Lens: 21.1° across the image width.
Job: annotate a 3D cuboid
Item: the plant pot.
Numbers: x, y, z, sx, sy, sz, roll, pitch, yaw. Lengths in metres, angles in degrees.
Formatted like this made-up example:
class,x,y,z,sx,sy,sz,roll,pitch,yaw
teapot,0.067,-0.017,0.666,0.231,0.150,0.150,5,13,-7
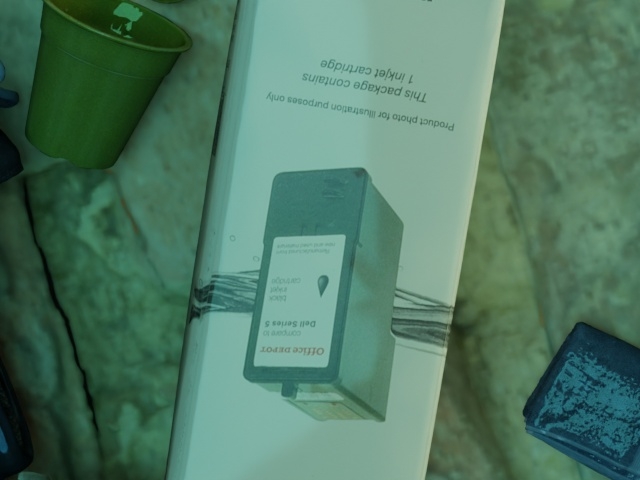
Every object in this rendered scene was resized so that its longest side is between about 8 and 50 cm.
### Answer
class,x,y,z,sx,sy,sz,roll,pitch,yaw
plant pot,-0.119,-0.082,0.905,0.083,0.083,0.079,25,108,7

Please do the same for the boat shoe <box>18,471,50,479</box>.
class,x,y,z,sx,sy,sz,roll,pitch,yaw
boat shoe,-0.137,0.170,0.877,0.306,0.105,0.113,-7,96,1

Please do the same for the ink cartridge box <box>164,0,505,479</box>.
class,x,y,z,sx,sy,sz,roll,pitch,yaw
ink cartridge box,0.000,0.000,0.818,0.115,0.198,0.272,9,96,-3

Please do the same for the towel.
class,x,y,z,sx,sy,sz,roll,pitch,yaw
towel,0.169,0.096,0.887,0.119,0.029,0.067,29,97,7

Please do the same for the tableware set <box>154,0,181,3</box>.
class,x,y,z,sx,sy,sz,roll,pitch,yaw
tableware set,-0.095,-0.177,0.920,0.154,0.024,0.104,-6,95,8

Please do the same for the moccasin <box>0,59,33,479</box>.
class,x,y,z,sx,sy,sz,roll,pitch,yaw
moccasin,-0.209,-0.036,0.901,0.117,0.138,0.342,-4,102,1
